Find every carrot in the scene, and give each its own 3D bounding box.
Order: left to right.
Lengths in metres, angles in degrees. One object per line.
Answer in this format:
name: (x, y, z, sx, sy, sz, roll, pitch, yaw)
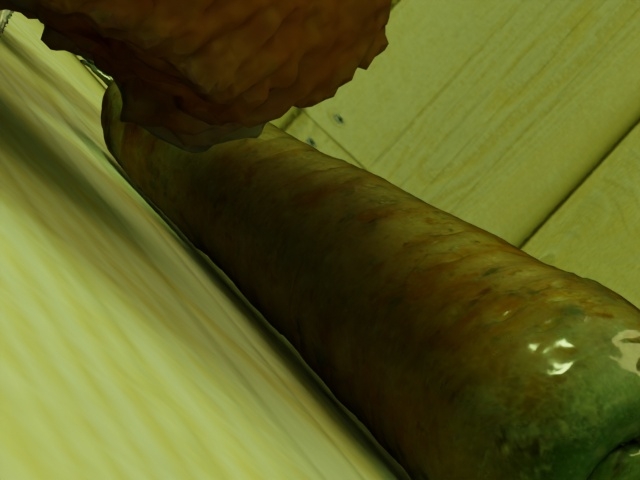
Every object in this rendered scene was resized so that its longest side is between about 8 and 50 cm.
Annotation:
carrot: (0.000, 0.000, 0.581, 0.298, 0.078, 0.078, 38, -2, 46)

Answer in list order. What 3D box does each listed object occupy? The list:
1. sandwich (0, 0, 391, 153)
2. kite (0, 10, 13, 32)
sandwich: (-0.081, -0.122, 0.429, 0.301, 0.250, 0.162, 53, 38, -40)
kite: (-0.160, -0.161, 0.537, 0.245, 0.015, 0.141, 34, 50, -37)
